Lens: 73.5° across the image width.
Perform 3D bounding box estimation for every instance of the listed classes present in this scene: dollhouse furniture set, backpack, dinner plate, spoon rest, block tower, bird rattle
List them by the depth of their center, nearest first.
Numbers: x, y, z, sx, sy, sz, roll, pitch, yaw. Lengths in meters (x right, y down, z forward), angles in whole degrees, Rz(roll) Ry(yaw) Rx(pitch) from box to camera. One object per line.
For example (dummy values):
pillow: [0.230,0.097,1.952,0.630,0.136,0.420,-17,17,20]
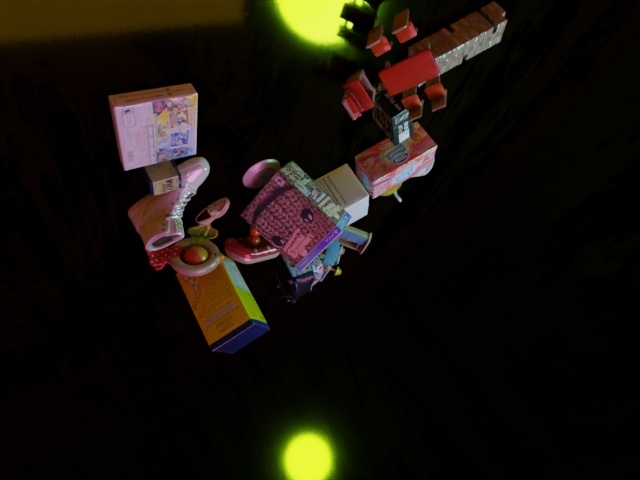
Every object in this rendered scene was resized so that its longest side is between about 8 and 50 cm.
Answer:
dollhouse furniture set: [0.196,-0.443,1.193,0.259,0.135,0.262,-16,132,33]
block tower: [0.426,-0.618,1.347,0.335,0.091,0.097,-31,158,-5]
bird rattle: [-0.442,0.038,1.439,0.253,0.207,0.143,-24,141,-44]
dinner plate: [-0.196,-0.220,1.450,0.141,0.017,0.141,-26,158,-11]
backpack: [-0.119,0.105,1.922,0.213,0.263,0.276,-29,161,-23]
spoon rest: [0.444,-0.317,2.064,0.276,0.084,0.137,-49,158,6]
dollhouse furniture set: [0.094,0.106,2.095,0.286,0.198,0.303,117,-7,-53]

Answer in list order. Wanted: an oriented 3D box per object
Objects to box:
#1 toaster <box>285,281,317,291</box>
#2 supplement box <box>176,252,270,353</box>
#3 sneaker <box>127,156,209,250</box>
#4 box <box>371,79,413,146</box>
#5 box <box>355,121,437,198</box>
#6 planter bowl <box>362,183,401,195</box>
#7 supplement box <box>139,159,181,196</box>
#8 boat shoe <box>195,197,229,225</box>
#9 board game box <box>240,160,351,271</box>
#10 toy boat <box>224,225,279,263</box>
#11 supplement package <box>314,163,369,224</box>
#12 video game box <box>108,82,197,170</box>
toaster: [-0.107,0.188,2.305,0.227,0.129,0.146,-29,155,-4]
supplement box: [-0.389,0.247,1.720,0.195,0.356,0.194,-33,158,1]
sneaker: [-0.406,-0.093,1.228,0.292,0.169,0.108,-39,156,12]
box: [0.234,-0.424,1.421,0.077,0.147,0.180,-33,158,1]
box: [0.301,-0.322,1.739,0.300,0.142,0.154,-30,159,-7]
planter bowl: [0.303,-0.266,1.936,0.217,0.090,0.217,-28,158,-13]
supplement box: [-0.424,-0.175,1.137,0.083,0.083,0.056,-22,158,-27]
boat shoe: [-0.363,-0.097,1.437,0.135,0.050,0.045,-39,163,16]
board game box: [-0.084,-0.083,1.485,0.232,0.291,0.141,-46,-176,29]
toy boat: [-0.266,-0.003,1.697,0.231,0.151,0.151,-14,122,-41]
supplement package: [0.025,-0.137,1.710,0.293,0.175,0.177,-29,159,-8]
video game box: [-0.392,-0.270,1.028,0.187,0.048,0.205,-19,155,-27]
